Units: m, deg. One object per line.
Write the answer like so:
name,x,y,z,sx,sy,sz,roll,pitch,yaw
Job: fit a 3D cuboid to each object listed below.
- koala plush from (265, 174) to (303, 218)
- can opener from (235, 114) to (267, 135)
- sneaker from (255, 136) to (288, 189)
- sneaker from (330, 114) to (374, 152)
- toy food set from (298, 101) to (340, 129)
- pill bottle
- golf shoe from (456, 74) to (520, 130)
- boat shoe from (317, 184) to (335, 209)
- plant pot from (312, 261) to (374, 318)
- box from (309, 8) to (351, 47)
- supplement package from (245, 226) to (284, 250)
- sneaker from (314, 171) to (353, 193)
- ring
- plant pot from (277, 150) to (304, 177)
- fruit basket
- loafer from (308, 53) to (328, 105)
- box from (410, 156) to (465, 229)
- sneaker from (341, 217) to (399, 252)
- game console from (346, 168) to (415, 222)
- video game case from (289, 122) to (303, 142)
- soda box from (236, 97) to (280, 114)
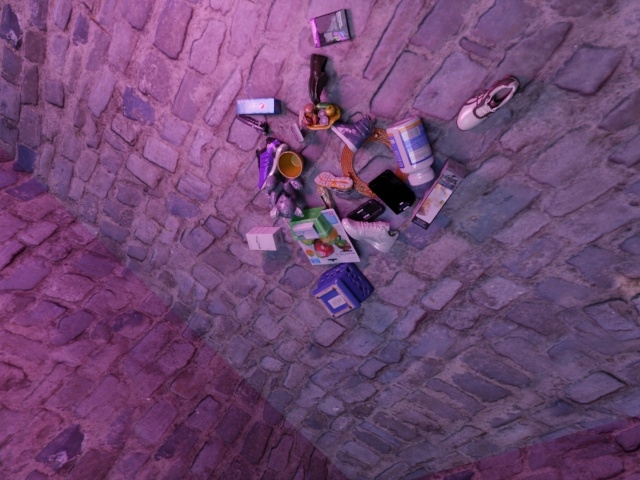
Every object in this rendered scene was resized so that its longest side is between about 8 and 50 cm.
koala plush,-0.179,-0.190,2.042,0.196,0.221,0.203,-1,132,-21
can opener,-0.348,-0.592,2.028,0.186,0.059,0.073,29,125,8
sneaker,-0.279,-0.406,2.082,0.146,0.102,0.293,35,121,9
sneaker,0.143,-0.521,1.825,0.163,0.086,0.226,-45,64,12
toy food set,-0.020,-0.578,1.836,0.218,0.071,0.128,2,74,25
pill bottle,0.399,-0.384,1.737,0.152,0.152,0.271,-14,110,30
golf shoe,0.641,-0.529,1.566,0.105,0.120,0.273,45,127,-5
boat shoe,0.023,-0.222,2.063,0.056,0.048,0.152,-15,110,30
plant pot,0.114,0.279,2.196,0.236,0.212,0.236,-34,98,35
box,0.041,-0.895,1.700,0.162,0.029,0.116,-1,117,27
supplement package,-0.317,-0.012,2.303,0.180,0.105,0.105,0,117,25
sneaker,0.066,-0.277,1.999,0.215,0.084,0.083,20,158,27
ring,0.251,-0.359,1.894,0.337,0.032,0.336,11,121,19
plant pot,-0.133,-0.392,2.015,0.134,0.095,0.134,12,121,20
fruit basket,0.000,0.000,2.122,0.327,0.165,0.352,-6,122,35
loafer,-0.006,-0.709,1.767,0.079,0.080,0.219,4,100,14
box,0.517,-0.204,1.773,0.087,0.169,0.289,31,124,4
sneaker,0.249,-0.057,1.991,0.305,0.114,0.152,24,121,-20
game console,0.266,-0.178,1.957,0.213,0.044,0.361,42,129,-18
video game case,-0.116,-0.518,1.937,0.011,0.122,0.087,-29,106,-10
soda box,-0.303,-0.652,1.960,0.210,0.067,0.071,6,103,23
